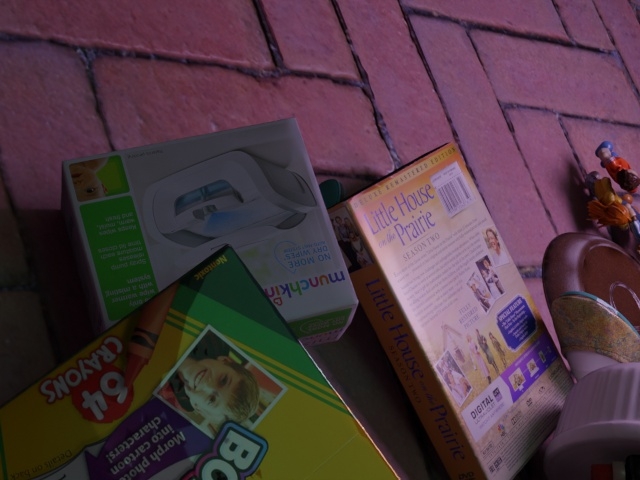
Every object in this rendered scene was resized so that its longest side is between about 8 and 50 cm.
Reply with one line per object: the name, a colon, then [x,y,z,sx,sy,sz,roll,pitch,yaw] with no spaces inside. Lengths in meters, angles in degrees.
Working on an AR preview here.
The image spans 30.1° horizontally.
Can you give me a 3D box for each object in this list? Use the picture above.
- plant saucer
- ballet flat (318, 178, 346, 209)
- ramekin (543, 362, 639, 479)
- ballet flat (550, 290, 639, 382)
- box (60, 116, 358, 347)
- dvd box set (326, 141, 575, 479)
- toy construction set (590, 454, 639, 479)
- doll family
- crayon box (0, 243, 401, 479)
plant saucer: [0.488,0.116,1.954,0.310,0.050,0.310,24,49,-31]
ballet flat: [0.000,0.000,1.550,0.070,0.070,0.188,39,44,-18]
ramekin: [0.441,0.268,1.583,0.273,0.273,0.127,33,54,-24]
ballet flat: [0.430,0.202,1.735,0.348,0.123,0.123,44,36,-42]
box: [-0.125,0.017,1.275,0.262,0.127,0.231,-12,68,-16]
dvd box set: [0.184,0.097,1.604,0.307,0.062,0.420,-32,95,-53]
toy construction set: [0.358,0.438,1.465,0.309,0.237,0.257,-18,51,-10]
doll family: [0.541,-0.039,2.063,0.263,0.118,0.163,41,16,-22]
crayon box: [-0.140,0.236,1.077,0.363,0.106,0.313,-37,90,-21]
